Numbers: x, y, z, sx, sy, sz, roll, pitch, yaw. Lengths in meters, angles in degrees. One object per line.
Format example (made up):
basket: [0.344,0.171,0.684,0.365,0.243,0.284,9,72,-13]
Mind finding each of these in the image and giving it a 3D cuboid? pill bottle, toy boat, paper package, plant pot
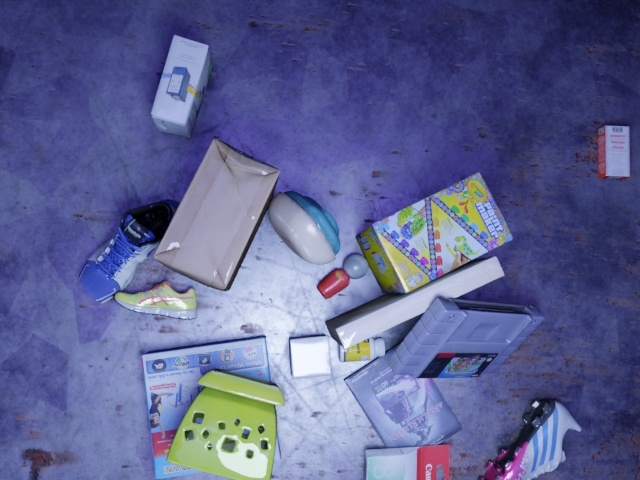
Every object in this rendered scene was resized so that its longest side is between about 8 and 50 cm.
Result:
pill bottle: [0.105,0.279,1.584,0.117,0.065,0.065,-3,86,-6]
toy boat: [0.000,0.000,1.538,0.148,0.267,0.318,-38,120,-9]
paper package: [-0.234,-0.045,1.452,0.168,0.325,0.309,25,83,-3]
plant pot: [-0.198,0.408,1.387,0.227,0.228,0.207,16,79,-3]

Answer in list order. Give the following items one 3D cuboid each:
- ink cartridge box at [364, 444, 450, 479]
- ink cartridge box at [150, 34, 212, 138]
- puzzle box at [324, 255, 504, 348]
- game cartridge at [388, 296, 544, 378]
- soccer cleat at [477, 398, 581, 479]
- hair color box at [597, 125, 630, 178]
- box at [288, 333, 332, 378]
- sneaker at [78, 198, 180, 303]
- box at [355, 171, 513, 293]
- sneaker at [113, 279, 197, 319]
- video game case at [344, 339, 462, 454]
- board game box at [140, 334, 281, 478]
ink cartridge box: [0.224,0.618,1.558,0.225,0.056,0.180,-1,98,-4]
ink cartridge box: [-0.348,-0.381,1.551,0.093,0.154,0.212,17,84,-4]
puzzle box: [0.216,0.146,1.500,0.409,0.272,0.052,-24,88,-6]
game cartridge: [0.355,0.242,1.476,0.355,0.068,0.230,8,123,-34]
soccer cleat: [0.542,0.565,1.573,0.143,0.116,0.331,40,83,-1]
hair color box: [0.810,-0.243,1.694,0.072,0.043,0.141,2,87,-5]
box: [-0.028,0.294,1.560,0.101,0.087,0.101,-4,86,-5]
sneaker: [-0.471,0.005,1.498,0.127,0.182,0.315,45,83,1]
box: [0.263,-0.006,1.507,0.279,0.290,0.176,-26,87,-7]
sneaker: [-0.411,0.143,1.548,0.209,0.081,0.094,10,84,-15]
video game case: [0.215,0.427,1.603,0.196,0.026,0.274,-32,88,-6]
board game box: [-0.269,0.409,1.532,0.309,0.086,0.301,-7,86,-5]
